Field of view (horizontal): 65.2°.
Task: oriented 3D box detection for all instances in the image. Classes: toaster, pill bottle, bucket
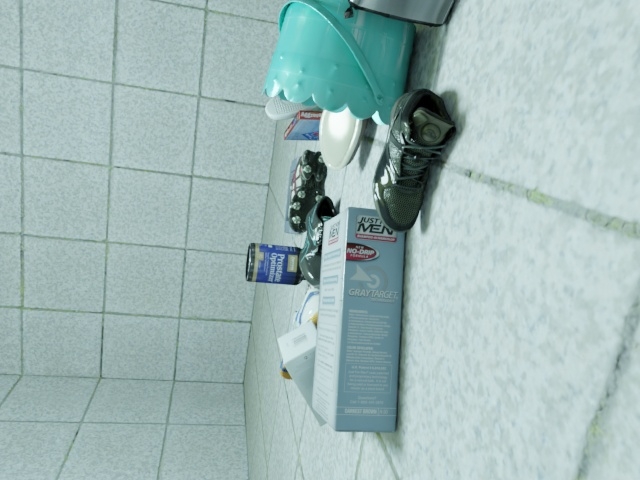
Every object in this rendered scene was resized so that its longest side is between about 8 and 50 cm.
[{"bbox_3d":[0.126,-0.427,0.781,0.110,0.168,0.185,115,158,-55],"label":"toaster"},{"bbox_3d":[-0.118,0.076,1.558,0.123,0.220,0.122,-175,90,-78],"label":"pill bottle"},{"bbox_3d":[0.038,-0.331,0.937,0.281,0.282,0.182,-123,44,-71],"label":"bucket"}]

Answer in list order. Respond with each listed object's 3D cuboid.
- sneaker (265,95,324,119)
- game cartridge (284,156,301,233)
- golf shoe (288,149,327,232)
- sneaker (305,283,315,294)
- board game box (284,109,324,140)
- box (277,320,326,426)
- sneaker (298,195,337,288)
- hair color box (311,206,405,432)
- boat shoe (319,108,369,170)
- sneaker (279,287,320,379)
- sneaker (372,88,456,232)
[{"bbox_3d":[-0.046,-0.375,1.468,0.094,0.256,0.151,53,155,21],"label":"sneaker"},{"bbox_3d":[-0.094,-0.173,1.967,0.198,0.062,0.296,-171,87,-74],"label":"game cartridge"},{"bbox_3d":[-0.048,-0.151,1.598,0.120,0.105,0.272,-12,63,66],"label":"golf shoe"},{"bbox_3d":[-0.014,0.125,1.424,0.170,0.063,0.074,-103,27,-43],"label":"sneaker"},{"bbox_3d":[-0.014,-0.326,1.441,0.281,0.145,0.027,-179,89,-78],"label":"board game box"},{"bbox_3d":[-0.010,0.283,1.080,0.170,0.091,0.130,63,175,-15],"label":"box"},{"bbox_3d":[0.000,0.000,1.334,0.106,0.101,0.267,117,156,-54],"label":"sneaker"},{"bbox_3d":[0.066,0.139,0.927,0.185,0.114,0.373,153,121,-75],"label":"hair color box"},{"bbox_3d":[0.075,-0.320,1.145,0.117,0.097,0.324,24,118,34],"label":"boat shoe"},{"bbox_3d":[-0.033,0.255,1.346,0.130,0.112,0.296,-106,34,-47],"label":"sneaker"},{"bbox_3d":[0.140,-0.123,0.769,0.130,0.087,0.227,-137,58,-83],"label":"sneaker"}]
